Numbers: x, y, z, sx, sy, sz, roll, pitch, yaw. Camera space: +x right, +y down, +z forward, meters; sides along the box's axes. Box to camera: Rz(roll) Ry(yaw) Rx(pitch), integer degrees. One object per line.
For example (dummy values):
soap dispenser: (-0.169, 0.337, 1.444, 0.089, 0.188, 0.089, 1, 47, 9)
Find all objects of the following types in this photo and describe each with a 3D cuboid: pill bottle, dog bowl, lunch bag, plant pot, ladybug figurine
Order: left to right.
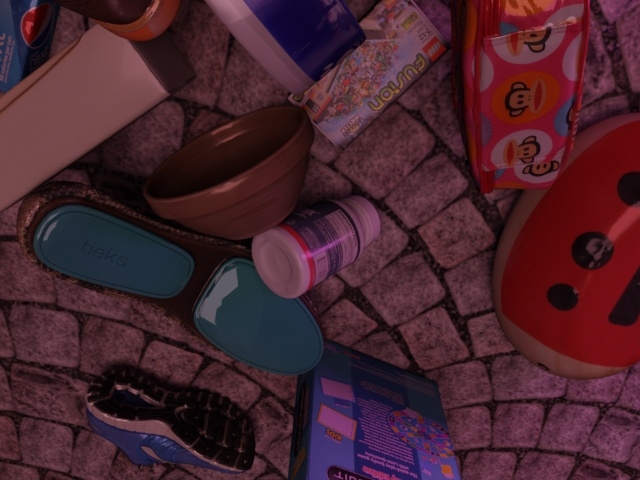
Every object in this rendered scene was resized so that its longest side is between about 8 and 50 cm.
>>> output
plant pot: (-0.106, -0.079, 0.727, 0.238, 0.237, 0.109, -20, 121, 11)
dog bowl: (-0.066, -0.299, 0.599, 0.104, 0.265, 0.265, -35, 110, 15)
pill bottle: (0.000, 0.000, 0.784, 0.108, 0.180, 0.107, 25, 128, 36)
lunch bag: (0.217, -0.228, 0.630, 0.120, 0.258, 0.293, -5, 138, 11)
ladybug figurine: (0.429, 0.032, 0.799, 0.305, 0.162, 0.449, 7, 115, -1)

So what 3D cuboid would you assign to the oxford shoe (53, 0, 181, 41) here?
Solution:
oxford shoe: (-0.319, -0.328, 0.556, 0.364, 0.133, 0.129, 26, 100, 16)

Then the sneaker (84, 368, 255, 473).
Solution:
sneaker: (-0.279, 0.356, 1.014, 0.330, 0.129, 0.147, 25, 128, -6)

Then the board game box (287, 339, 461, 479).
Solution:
board game box: (0.083, 0.318, 0.851, 0.254, 0.336, 0.079, 23, 114, -9)

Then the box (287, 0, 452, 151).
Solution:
box: (0.066, -0.236, 0.751, 0.114, 0.036, 0.207, 42, 110, -17)

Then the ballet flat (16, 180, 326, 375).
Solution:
ballet flat: (-0.195, 0.046, 0.805, 0.483, 0.182, 0.164, 32, 96, -31)

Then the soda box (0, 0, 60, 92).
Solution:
soda box: (-0.398, -0.304, 0.716, 0.071, 0.067, 0.210, 24, 114, -9)

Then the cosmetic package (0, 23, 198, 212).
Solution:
cosmetic package: (-0.334, -0.173, 0.727, 0.310, 0.160, 0.113, -30, 110, 14)
